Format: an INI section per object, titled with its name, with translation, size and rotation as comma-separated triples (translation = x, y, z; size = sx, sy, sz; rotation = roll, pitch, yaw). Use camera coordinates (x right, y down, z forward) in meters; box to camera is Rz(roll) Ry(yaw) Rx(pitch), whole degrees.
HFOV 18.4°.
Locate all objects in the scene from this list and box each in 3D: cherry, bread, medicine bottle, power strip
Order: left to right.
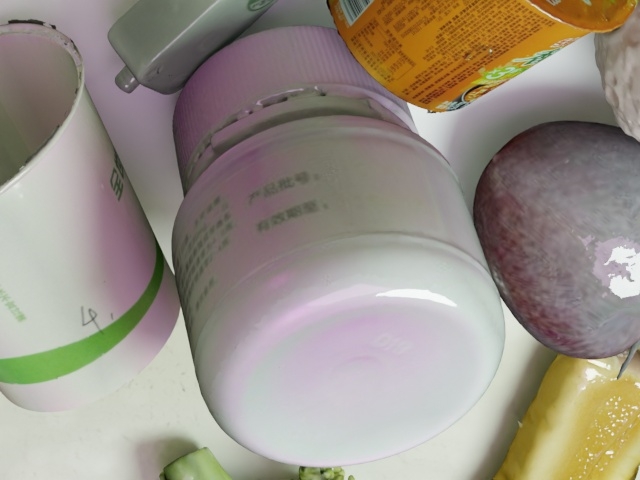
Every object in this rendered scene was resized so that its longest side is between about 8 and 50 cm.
[power strip]
translation = -0.035, -0.259, 1.679
size = 0.385, 0.091, 0.062
rotation = -41, 74, 10
[medicine bottle]
translation = 0.000, 0.000, 1.668
size = 0.256, 0.325, 0.256
rotation = -9, 137, -8
[bread]
translation = 0.249, 0.228, 2.007
size = 0.142, 0.091, 0.305
rotation = 20, 112, -14
[cherry]
translation = 0.256, -0.001, 1.833
size = 0.266, 0.183, 0.213
rotation = 43, 90, -22

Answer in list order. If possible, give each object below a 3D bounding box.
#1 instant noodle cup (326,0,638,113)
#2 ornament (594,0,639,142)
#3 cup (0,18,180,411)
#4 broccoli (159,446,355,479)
[instant noodle cup]
translation = 0.127, -0.225, 1.653
size = 0.230, 0.230, 0.182
rotation = 28, 135, -25
[ornament]
translation = 0.357, -0.181, 1.719
size = 0.225, 0.259, 0.259
rotation = 14, 114, -16
[cup]
translation = -0.256, -0.010, 1.691
size = 0.253, 0.253, 0.274
rotation = -28, 129, 3
[broccoli]
translation = -0.067, 0.308, 1.918
size = 0.243, 0.247, 0.263
rotation = 52, 141, 2
